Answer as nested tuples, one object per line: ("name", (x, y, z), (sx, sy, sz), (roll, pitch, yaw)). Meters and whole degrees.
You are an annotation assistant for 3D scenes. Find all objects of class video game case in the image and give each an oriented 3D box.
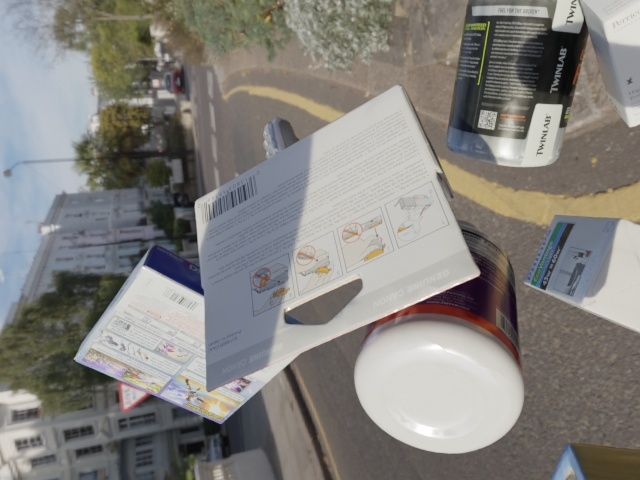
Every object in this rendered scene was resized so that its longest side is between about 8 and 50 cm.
("video game case", (-0.202, 0.159, 0.806), (0.244, 0.269, 0.061), (-46, 24, 28))

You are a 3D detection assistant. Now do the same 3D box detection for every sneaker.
("sneaker", (-0.014, -0.117, 0.966), (0.105, 0.115, 0.281), (48, 169, 53))

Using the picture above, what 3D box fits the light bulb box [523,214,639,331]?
("light bulb box", (0.783, 0.103, 1.315), (0.361, 0.358, 0.225), (-77, 10, -85))

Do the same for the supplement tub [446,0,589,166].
("supplement tub", (0.348, -0.314, 0.908), (0.207, 0.207, 0.338), (-130, 40, -62))

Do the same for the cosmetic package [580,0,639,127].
("cosmetic package", (0.493, -0.295, 0.785), (0.231, 0.117, 0.085), (39, -149, -42))

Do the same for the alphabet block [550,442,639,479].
("alphabet block", (0.399, 0.389, 0.621), (0.193, 0.197, 0.192), (-80, -4, -60))

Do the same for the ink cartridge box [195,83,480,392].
("ink cartridge box", (0.000, 0.000, 0.561), (0.066, 0.296, 0.261), (41, -151, -49))

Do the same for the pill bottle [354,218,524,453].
("pill bottle", (0.161, 0.095, 0.671), (0.323, 0.181, 0.181), (-59, -25, -58))
